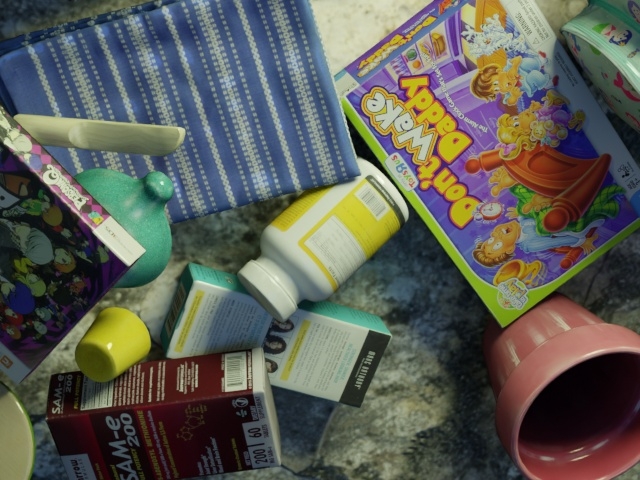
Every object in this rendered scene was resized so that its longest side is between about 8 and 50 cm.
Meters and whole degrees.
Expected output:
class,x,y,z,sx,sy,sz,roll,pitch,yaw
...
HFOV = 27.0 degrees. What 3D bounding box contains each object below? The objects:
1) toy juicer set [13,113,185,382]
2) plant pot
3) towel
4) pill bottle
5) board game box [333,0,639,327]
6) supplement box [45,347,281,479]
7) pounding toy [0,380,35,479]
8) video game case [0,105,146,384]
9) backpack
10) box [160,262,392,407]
class,x,y,z,sx,sy,sz,roll,pitch,yaw
toy juicer set,-0.249,-0.025,1.375,0.209,0.089,0.329,25,123,11
plant pot,0.279,0.157,1.547,0.201,0.180,0.201,-9,123,-14
towel,-0.149,-0.130,1.379,0.336,0.040,0.243,-14,115,7
pill bottle,0.000,0.000,1.449,0.184,0.103,0.103,-43,115,-11
board game box,0.197,-0.103,1.492,0.233,0.078,0.347,-37,114,3
supplement box,-0.171,0.201,1.484,0.239,0.073,0.130,-8,130,2
pounding toy,-0.397,0.202,1.470,0.182,0.110,0.237,-14,84,4
video game case,-0.316,0.008,1.342,0.210,0.042,0.232,45,124,-3
backpack,0.368,-0.219,1.393,0.191,0.225,0.253,-36,132,-1
box,-0.051,0.109,1.524,0.244,0.060,0.101,17,106,-19
